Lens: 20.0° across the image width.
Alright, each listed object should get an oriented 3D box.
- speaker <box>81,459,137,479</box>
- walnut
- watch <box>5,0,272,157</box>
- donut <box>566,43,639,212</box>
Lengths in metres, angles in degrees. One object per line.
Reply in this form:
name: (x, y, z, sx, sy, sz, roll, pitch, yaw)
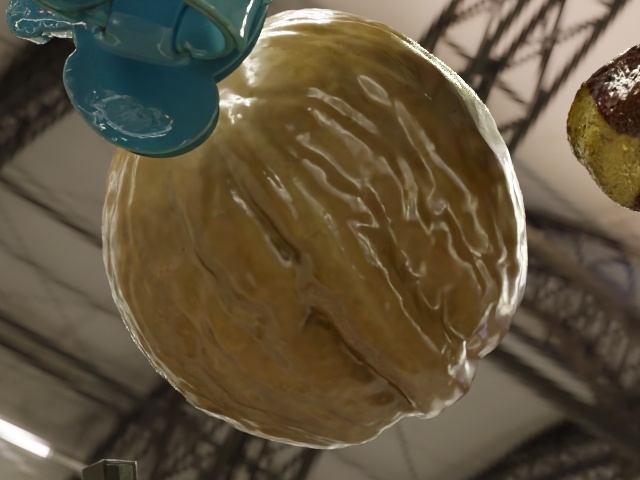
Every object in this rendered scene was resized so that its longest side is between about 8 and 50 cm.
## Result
speaker: (-0.199, 0.311, 1.764, 0.040, 0.191, 0.046, 9, -24, -36)
walnut: (0.000, 0.000, 1.330, 0.333, 0.332, 0.333, 19, -24, 9)
watch: (-0.117, -0.176, 1.102, 0.211, 0.211, 0.193, 16, -12, 14)
donut: (0.247, -0.079, 1.275, 0.140, 0.059, 0.140, -4, -53, -6)
